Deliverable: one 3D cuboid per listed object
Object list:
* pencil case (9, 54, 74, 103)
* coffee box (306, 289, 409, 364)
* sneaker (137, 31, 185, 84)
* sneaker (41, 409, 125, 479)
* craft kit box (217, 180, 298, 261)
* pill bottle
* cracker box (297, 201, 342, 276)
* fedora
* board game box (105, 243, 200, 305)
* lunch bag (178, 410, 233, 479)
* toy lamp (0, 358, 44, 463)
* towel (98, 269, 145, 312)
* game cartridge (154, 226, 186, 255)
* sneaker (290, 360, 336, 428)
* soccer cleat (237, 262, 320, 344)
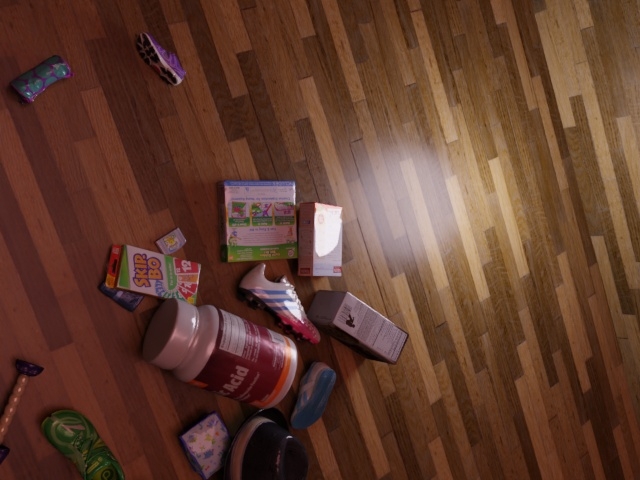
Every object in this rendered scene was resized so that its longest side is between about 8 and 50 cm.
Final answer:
[{"bbox_3d":[-0.718,-0.415,1.738,0.070,0.064,0.151,47,65,-5],"label":"pencil case"},{"bbox_3d":[0.121,0.282,2.203,0.297,0.168,0.118,36,70,-28],"label":"coffee box"},{"bbox_3d":[-0.454,-0.523,1.926,0.170,0.068,0.071,52,48,-30],"label":"sneaker"},{"bbox_3d":[-0.597,0.553,1.752,0.109,0.124,0.295,-45,111,-25],"label":"sneaker"},{"bbox_3d":[-0.190,-0.060,2.079,0.250,0.061,0.246,-2,87,-33],"label":"craft kit box"},{"bbox_3d":[-0.280,0.316,1.906,0.392,0.224,0.224,27,74,-29],"label":"pill bottle"},{"bbox_3d":[0.000,0.000,2.166,0.156,0.067,0.232,6,84,-54],"label":"cracker box"},{"bbox_3d":[-0.136,0.665,1.979,0.334,0.153,0.333,-12,105,-52],"label":"fedora"},{"bbox_3d":[-0.463,0.096,1.888,0.260,0.039,0.124,17,67,-32],"label":"board game box"},{"bbox_3d":[-0.327,0.584,1.944,0.129,0.096,0.151,-34,117,-29],"label":"lunch bag"},{"bbox_3d":[-0.775,0.436,1.671,0.080,0.080,0.274,29,71,-29],"label":"toy lamp"},{"bbox_3d":[-0.544,0.141,1.856,0.119,0.029,0.067,42,68,-25],"label":"towel"},{"bbox_3d":[-0.429,0.006,1.943,0.083,0.017,0.056,-37,112,-28],"label":"game cartridge"},{"bbox_3d":[-0.031,0.493,2.150,0.087,0.092,0.228,26,94,-32],"label":"sneaker"},{"bbox_3d":[-0.103,0.195,2.089,0.331,0.116,0.143,40,68,-25],"label":"soccer cleat"}]
